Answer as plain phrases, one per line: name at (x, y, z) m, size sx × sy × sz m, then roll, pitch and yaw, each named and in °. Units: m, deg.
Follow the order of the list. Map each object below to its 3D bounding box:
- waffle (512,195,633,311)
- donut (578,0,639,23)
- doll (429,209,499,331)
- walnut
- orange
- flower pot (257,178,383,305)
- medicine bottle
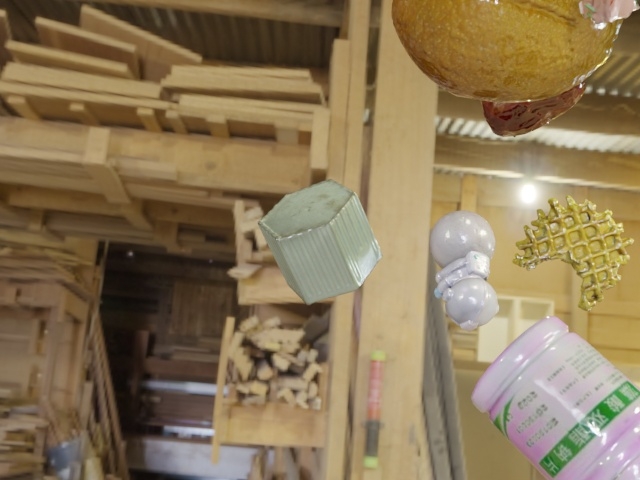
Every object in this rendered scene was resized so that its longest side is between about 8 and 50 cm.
waffle at (0.671, 0.022, 2.020) m, size 0.293 × 0.259 × 0.069 m, roll 31°, pitch 6°, yaw -5°
donut at (0.413, -0.360, 1.020) m, size 0.166 × 0.117 × 0.065 m, roll -25°, pitch 40°, yaw -19°
doll at (0.308, 0.065, 1.625) m, size 0.151 × 0.287 × 0.151 m, roll 0°, pitch -44°, yaw 0°
walnut at (0.530, -0.376, 1.921) m, size 0.269 × 0.221 × 0.244 m, roll -19°, pitch -38°, yaw 21°
orange at (0.295, -0.377, 1.219) m, size 0.357 × 0.322 × 0.322 m, roll 13°, pitch -12°, yaw -6°
flower pot at (0.000, 0.000, 1.736) m, size 0.209 × 0.239 × 0.189 m, roll 2°, pitch -50°, yaw 39°
medicine bottle at (0.428, 0.302, 1.252) m, size 0.325 × 0.212 × 0.212 m, roll 47°, pitch 8°, yaw 26°
